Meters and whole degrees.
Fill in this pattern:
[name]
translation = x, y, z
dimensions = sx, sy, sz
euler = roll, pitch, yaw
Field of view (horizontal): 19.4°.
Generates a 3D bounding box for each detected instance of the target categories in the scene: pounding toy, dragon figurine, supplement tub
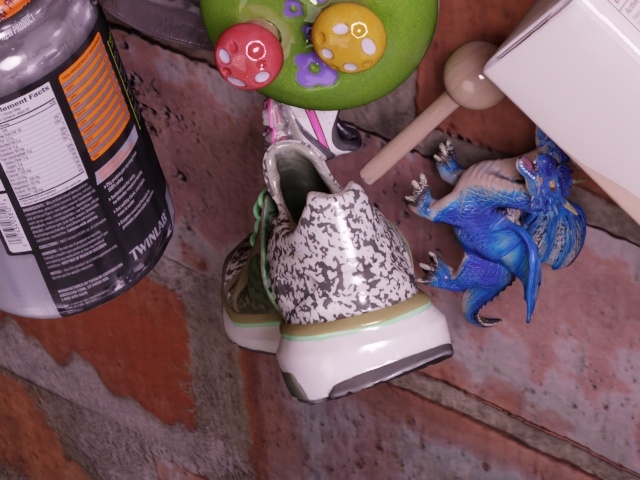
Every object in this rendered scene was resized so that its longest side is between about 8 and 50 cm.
[pounding toy]
translation = 0.009, -0.138, 1.383
dimensions = 0.237, 0.110, 0.183
euler = 43, 122, -17
[dragon figurine]
translation = 0.155, 0.005, 1.491
dimensions = 0.144, 0.085, 0.289
euler = 18, 140, 29
[supplement tub]
translation = -0.267, -0.112, 1.644
dimensions = 0.207, 0.207, 0.338
euler = 14, 138, 32

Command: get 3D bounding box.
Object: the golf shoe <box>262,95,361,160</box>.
[golf shoe]
translation = -0.010, -0.144, 1.506
dimensions = 0.086, 0.067, 0.186
euler = -3, 132, 5

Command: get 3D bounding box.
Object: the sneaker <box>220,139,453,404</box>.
[sneaker]
translation = 0.000, 0.000, 1.529
dimensions = 0.410, 0.158, 0.182
euler = -155, 52, -73

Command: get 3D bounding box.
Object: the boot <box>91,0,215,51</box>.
[boot]
translation = -0.162, -0.263, 1.473
dimensions = 0.263, 0.091, 0.229
euler = 30, 145, 10

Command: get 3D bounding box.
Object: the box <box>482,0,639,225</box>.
[box]
translation = 0.276, -0.071, 1.237
dimensions = 0.311, 0.148, 0.121
euler = 44, 147, -6
